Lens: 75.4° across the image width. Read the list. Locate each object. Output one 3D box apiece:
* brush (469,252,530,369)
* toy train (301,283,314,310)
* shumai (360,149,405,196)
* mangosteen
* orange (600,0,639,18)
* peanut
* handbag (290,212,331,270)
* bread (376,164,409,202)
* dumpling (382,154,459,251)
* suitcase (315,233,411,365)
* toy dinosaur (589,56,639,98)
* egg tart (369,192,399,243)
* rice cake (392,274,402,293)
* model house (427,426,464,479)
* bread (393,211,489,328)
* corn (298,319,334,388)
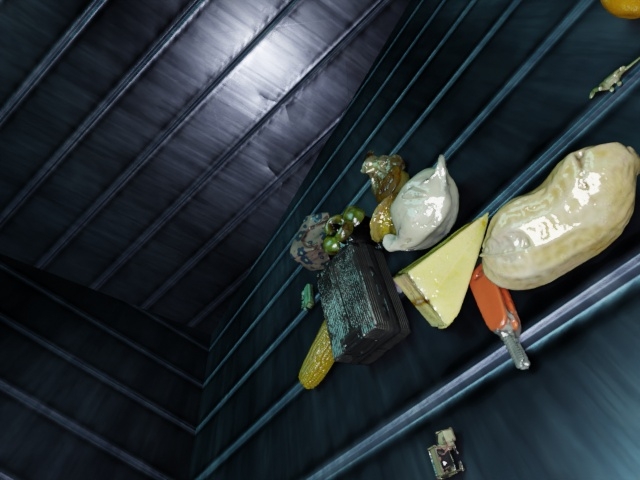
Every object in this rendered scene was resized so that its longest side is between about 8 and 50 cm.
[{"bbox_3d":[0.378,0.137,0.896,0.070,0.051,0.323,-50,23,29],"label":"brush"},{"bbox_3d":[-0.060,0.262,1.909,0.071,0.038,0.148,-52,21,22],"label":"toy train"},{"bbox_3d":[0.238,-0.282,1.689,0.209,0.152,0.162,-39,23,57],"label":"shumai"},{"bbox_3d":[0.116,0.000,1.492,0.243,0.242,0.243,-52,22,30],"label":"mangosteen"},{"bbox_3d":[0.683,-0.551,0.882,0.136,0.158,0.159,66,-143,-59],"label":"orange"},{"bbox_3d":[0.443,-0.031,0.785,0.158,0.174,0.340,-15,-22,-50],"label":"peanut"},{"bbox_3d":[0.000,0.000,1.896,0.193,0.190,0.252,-10,50,54],"label":"handbag"},{"bbox_3d":[0.274,-0.198,1.566,0.156,0.086,0.125,-56,21,22],"label":"bread"},{"bbox_3d":[0.321,-0.096,1.248,0.318,0.187,0.242,-60,-15,22],"label":"dumpling"},{"bbox_3d":[0.123,0.184,1.266,0.230,0.152,0.335,-51,39,37],"label":"suitcase"},{"bbox_3d":[0.644,-0.361,0.906,0.120,0.029,0.060,-50,6,28],"label":"toy dinosaur"},{"bbox_3d":[0.245,-0.069,1.387,0.074,0.191,0.191,24,87,40],"label":"egg tart"},{"bbox_3d":[0.172,0.176,1.391,0.290,0.051,0.081,-35,33,54],"label":"rice cake"},{"bbox_3d":[0.251,0.435,0.847,0.058,0.057,0.083,99,160,-50],"label":"model house"},{"bbox_3d":[0.338,0.077,1.021,0.264,0.163,0.168,-36,-7,-2],"label":"bread"},{"bbox_3d":[0.017,0.385,1.446,0.306,0.106,0.106,-64,18,12],"label":"corn"}]
